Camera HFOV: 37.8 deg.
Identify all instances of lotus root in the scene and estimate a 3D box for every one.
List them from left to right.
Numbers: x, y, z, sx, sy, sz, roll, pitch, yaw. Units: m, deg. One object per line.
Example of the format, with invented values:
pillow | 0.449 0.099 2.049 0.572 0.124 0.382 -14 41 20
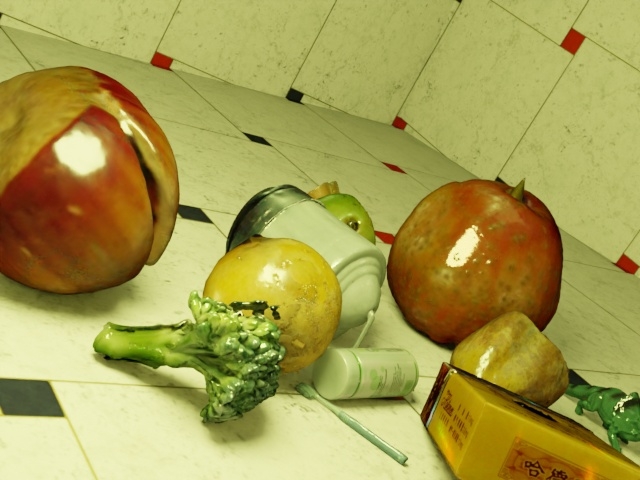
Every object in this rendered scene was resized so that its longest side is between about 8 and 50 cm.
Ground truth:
lotus root | 0.329 0.258 1.713 0.199 0.188 0.180 47 43 7

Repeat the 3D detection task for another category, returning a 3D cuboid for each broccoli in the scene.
broccoli | -0.185 0.151 1.311 0.275 0.198 0.177 16 63 -3

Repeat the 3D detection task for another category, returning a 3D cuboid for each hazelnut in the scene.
hazelnut | -0.399 -0.096 1.504 0.359 0.359 0.409 8 32 -43

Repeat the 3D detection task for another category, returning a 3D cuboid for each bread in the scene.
bread | -0.022 -0.050 2.342 0.160 0.169 0.140 -14 5 20

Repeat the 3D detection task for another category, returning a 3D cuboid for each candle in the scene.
candle | -0.008 0.054 1.763 0.342 0.221 0.221 36 21 30

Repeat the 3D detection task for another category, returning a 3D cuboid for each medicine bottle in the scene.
medicine bottle | 0.080 0.226 1.592 0.183 0.086 0.086 7 24 -44

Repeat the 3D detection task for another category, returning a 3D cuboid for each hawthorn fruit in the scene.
hawthorn fruit | 0.348 0.037 2.012 0.403 0.402 0.403 22 17 -7

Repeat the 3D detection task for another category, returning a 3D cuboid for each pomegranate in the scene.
pomegranate | 0.002 -0.011 2.043 0.159 0.190 0.241 -13 34 -23

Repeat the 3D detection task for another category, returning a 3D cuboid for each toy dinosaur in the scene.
toy dinosaur | 0.575 0.353 1.903 0.079 0.120 0.292 1 2 -29

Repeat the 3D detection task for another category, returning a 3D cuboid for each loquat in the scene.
loquat | -0.078 0.104 1.518 0.235 0.235 0.235 22 17 -7

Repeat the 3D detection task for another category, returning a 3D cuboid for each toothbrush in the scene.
toothbrush | 0.047 0.287 1.482 0.219 0.016 0.019 32 20 24

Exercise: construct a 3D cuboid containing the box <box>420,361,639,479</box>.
box | 0.306 0.309 1.420 0.264 0.115 0.415 23 0 1
